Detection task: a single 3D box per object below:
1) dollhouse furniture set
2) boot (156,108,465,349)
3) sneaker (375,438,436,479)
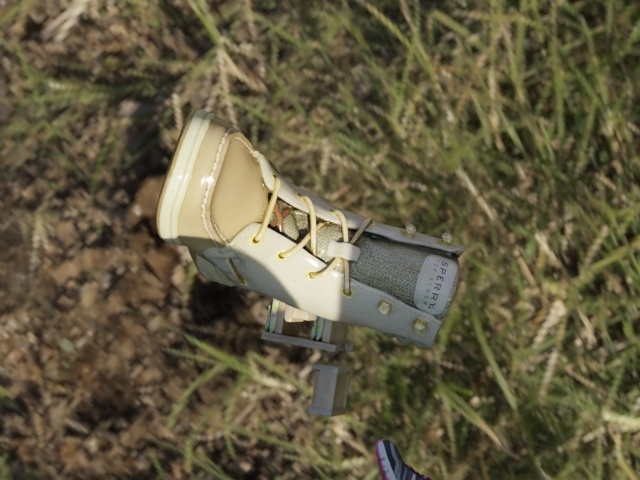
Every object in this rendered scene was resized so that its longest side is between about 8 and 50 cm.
[{"bbox_3d":[-0.036,0.093,1.488,0.101,0.161,0.181,9,90,24],"label":"dollhouse furniture set"},{"bbox_3d":[0.000,0.000,0.795,0.165,0.213,0.077,19,77,12],"label":"boot"},{"bbox_3d":[0.132,0.320,1.758,0.075,0.063,0.170,-28,67,-9],"label":"sneaker"}]
